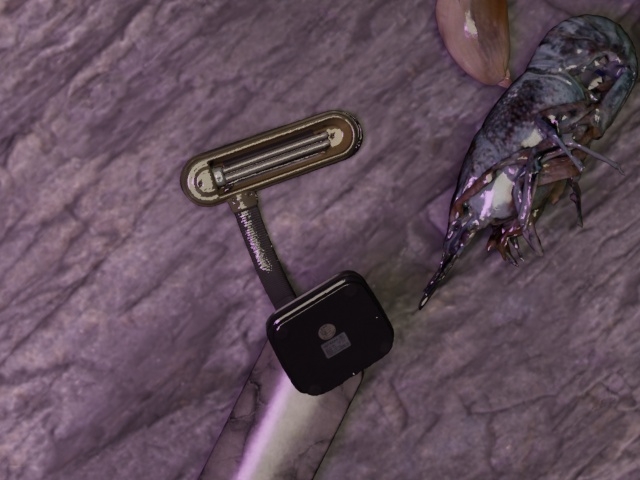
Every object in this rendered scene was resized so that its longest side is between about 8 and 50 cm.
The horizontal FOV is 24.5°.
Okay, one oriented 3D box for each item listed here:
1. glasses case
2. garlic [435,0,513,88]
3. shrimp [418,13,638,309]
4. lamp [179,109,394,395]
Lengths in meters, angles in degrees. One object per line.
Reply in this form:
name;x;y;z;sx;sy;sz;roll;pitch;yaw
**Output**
glasses case;-0.063;0.242;1.583;0.114;0.060;0.299;26;89;0
garlic;0.170;-0.225;1.589;0.084;0.066;0.152;-9;91;-5
shrimp;0.227;-0.077;1.547;0.137;0.172;0.372;26;82;-11
lamp;0.001;0.003;1.541;0.203;0.124;0.283;-29;51;-2
